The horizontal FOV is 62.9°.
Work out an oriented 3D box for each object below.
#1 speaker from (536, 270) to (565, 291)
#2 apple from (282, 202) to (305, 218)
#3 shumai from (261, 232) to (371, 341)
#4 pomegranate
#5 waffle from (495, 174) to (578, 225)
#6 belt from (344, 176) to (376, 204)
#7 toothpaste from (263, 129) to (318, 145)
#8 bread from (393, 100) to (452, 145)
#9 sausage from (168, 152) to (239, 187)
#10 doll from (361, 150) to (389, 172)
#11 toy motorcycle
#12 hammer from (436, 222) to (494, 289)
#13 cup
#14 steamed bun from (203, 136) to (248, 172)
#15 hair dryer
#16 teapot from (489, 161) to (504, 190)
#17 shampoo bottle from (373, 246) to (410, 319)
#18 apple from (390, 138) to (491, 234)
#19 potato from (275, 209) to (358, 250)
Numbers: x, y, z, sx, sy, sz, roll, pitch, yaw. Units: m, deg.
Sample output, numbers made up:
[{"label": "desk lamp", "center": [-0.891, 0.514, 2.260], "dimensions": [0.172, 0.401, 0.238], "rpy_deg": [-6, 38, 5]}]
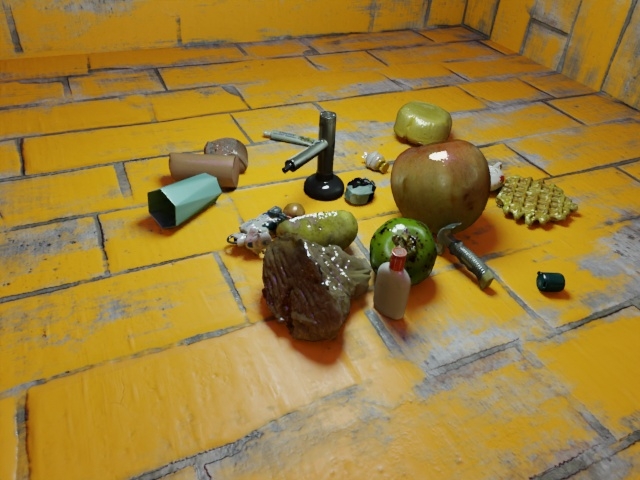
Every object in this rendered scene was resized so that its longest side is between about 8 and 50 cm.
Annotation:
[{"label": "speaker", "center": [0.706, 0.117, 1.618], "dimensions": [0.075, 0.060, 0.095], "rpy_deg": [2, 37, -5]}, {"label": "apple", "center": [-0.091, -0.092, 1.791], "dimensions": [0.083, 0.084, 0.071], "rpy_deg": [4, 57, 0]}, {"label": "shumai", "center": [-0.002, 0.127, 1.497], "dimensions": [0.283, 0.217, 0.346], "rpy_deg": [8, 34, -53]}, {"label": "pomegranate", "center": [0.247, 0.029, 1.548], "dimensions": [0.210, 0.263, 0.211], "rpy_deg": [0, 77, 0]}, {"label": "waffle", "center": [0.797, -0.157, 1.986], "dimensions": [0.311, 0.060, 0.307], "rpy_deg": [-15, 41, -26]}, {"label": "belt", "center": [0.149, -0.183, 1.955], "dimensions": [0.105, 0.058, 0.140], "rpy_deg": [32, 42, 23]}, {"label": "toothpaste", "center": [-0.127, -0.448, 2.291], "dimensions": [0.255, 0.037, 0.067], "rpy_deg": [13, 38, 5]}, {"label": "bread", "center": [0.464, -0.520, 2.352], "dimensions": [0.269, 0.148, 0.270], "rpy_deg": [6, 37, -5]}, {"label": "sausage", "center": [-0.434, -0.262, 1.945], "dimensions": [0.252, 0.123, 0.123], "rpy_deg": [3, 38, -1]}, {"label": "doll", "center": [0.227, -0.325, 2.147], "dimensions": [0.127, 0.073, 0.084], "rpy_deg": [39, 16, 32]}, {"label": "toy motorcycle", "center": [-0.188, -0.033, 1.696], "dimensions": [0.150, 0.102, 0.221], "rpy_deg": [16, 37, 34]}, {"label": "hammer", "center": [0.450, 0.049, 1.633], "dimensions": [0.041, 0.159, 0.227], "rpy_deg": [-25, 59, -23]}, {"label": "cup", "center": [-0.454, -0.149, 1.787], "dimensions": [0.148, 0.134, 0.235], "rpy_deg": [-3, 23, 39]}, {"label": "steamed bun", "center": [-0.371, -0.340, 2.052], "dimensions": [0.174, 0.106, 0.145], "rpy_deg": [1, 47, -9]}, {"label": "hair dryer", "center": [-0.047, -0.269, 1.868], "dimensions": [0.284, 0.321, 0.155], "rpy_deg": [-32, 50, -24]}, {"label": "teapot", "center": [0.651, -0.247, 2.055], "dimensions": [0.145, 0.092, 0.226], "rpy_deg": [29, 43, 33]}, {"label": "shampoo bottle", "center": [0.200, 0.116, 1.438], "dimensions": [0.051, 0.221, 0.108], "rpy_deg": [-28, 48, -34]}, {"label": "apple", "center": [0.416, -0.181, 1.782], "dimensions": [0.338, 0.305, 0.338], "rpy_deg": [-12, 12, 3]}, {"label": "potato", "center": [0.000, 0.000, 1.636], "dimensions": [0.271, 0.160, 0.111], "rpy_deg": [-10, 55, -20]}]
